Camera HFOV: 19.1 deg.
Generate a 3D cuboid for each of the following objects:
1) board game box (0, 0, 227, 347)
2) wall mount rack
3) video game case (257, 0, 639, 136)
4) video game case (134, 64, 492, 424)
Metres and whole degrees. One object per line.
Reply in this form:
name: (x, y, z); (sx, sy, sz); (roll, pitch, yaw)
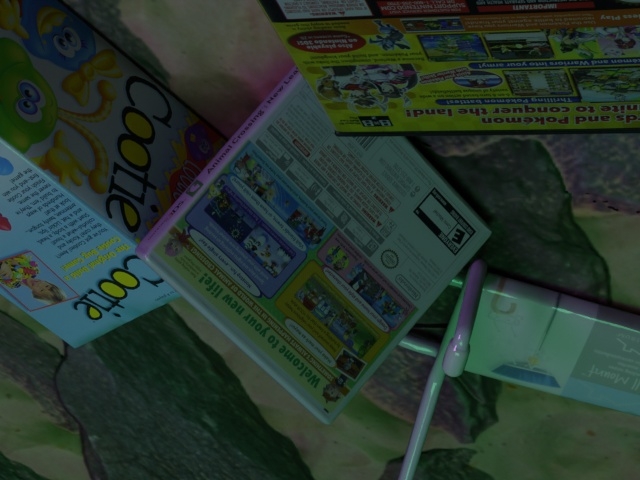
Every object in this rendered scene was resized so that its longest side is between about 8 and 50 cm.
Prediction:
board game box: (-0.216, -0.071, 1.368); (0.144, 0.142, 0.275); (-26, 126, 39)
wall mount rack: (0.183, 0.156, 1.518); (0.350, 0.130, 0.304); (16, 142, 2)
video game case: (0.102, -0.141, 1.173); (0.275, 0.035, 0.248); (0, 152, 21)
video game case: (0.000, 0.000, 1.366); (0.212, 0.193, 0.023); (45, 172, -32)
